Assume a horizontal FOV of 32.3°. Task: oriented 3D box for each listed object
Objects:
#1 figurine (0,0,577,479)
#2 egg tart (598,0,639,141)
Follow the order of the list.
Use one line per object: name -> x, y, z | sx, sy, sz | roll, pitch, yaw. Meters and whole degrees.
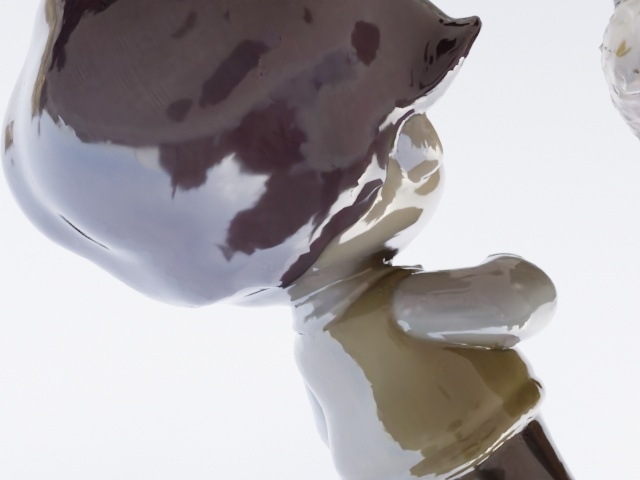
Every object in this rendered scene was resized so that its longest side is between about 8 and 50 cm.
figurine -> 0.017, -0.007, 0.538 | 0.365, 0.218, 0.206 | 47, -118, -9
egg tart -> 0.300, -0.064, 0.546 | 0.341, 0.341, 0.129 | 22, -106, 27
